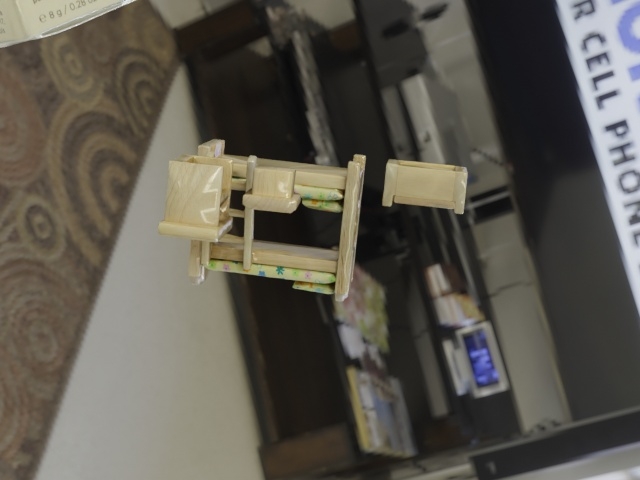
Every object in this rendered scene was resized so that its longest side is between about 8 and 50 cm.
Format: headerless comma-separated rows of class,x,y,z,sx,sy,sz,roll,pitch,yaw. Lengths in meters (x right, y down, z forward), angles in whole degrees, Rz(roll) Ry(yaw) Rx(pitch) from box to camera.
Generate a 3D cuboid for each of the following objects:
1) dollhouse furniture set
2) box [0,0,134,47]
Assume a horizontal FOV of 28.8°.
dollhouse furniture set,0.000,0.000,0.813,0.161,0.182,0.101,-58,154,-79
box,-0.181,-0.236,0.606,0.094,0.113,0.275,-32,115,-38
